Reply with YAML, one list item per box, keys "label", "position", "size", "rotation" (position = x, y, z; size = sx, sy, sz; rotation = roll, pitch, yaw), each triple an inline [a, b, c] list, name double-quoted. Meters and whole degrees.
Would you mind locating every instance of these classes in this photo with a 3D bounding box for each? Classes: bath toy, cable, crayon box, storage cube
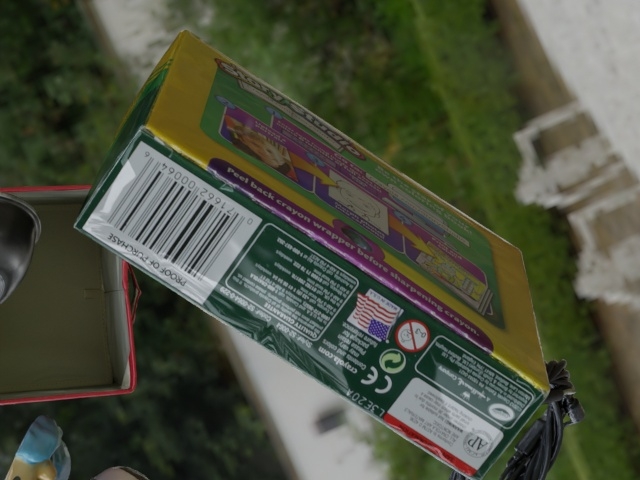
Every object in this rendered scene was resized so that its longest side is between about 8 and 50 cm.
- label: "bath toy"
  position: [-0.118, 0.279, 1.638]
  size: [0.348, 0.129, 0.151]
  rotation: [27, -154, 0]
- label: "cable"
  position: [0.183, 0.196, 1.723]
  size: [0.047, 0.184, 0.150]
  rotation: [36, 156, 29]
- label: "crayon box"
  position: [0.000, 0.000, 1.476]
  size: [0.363, 0.106, 0.313]
  rotation: [33, -164, -9]
- label: "storage cube"
  position: [-0.272, 0.049, 1.637]
  size: [0.193, 0.215, 0.183]
  rotation: [166, 100, -80]

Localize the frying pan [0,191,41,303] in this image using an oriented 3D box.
- label: "frying pan"
  position: [-0.320, 0.020, 1.166]
  size: [0.326, 0.197, 0.053]
  rotation: [5, -122, -49]
